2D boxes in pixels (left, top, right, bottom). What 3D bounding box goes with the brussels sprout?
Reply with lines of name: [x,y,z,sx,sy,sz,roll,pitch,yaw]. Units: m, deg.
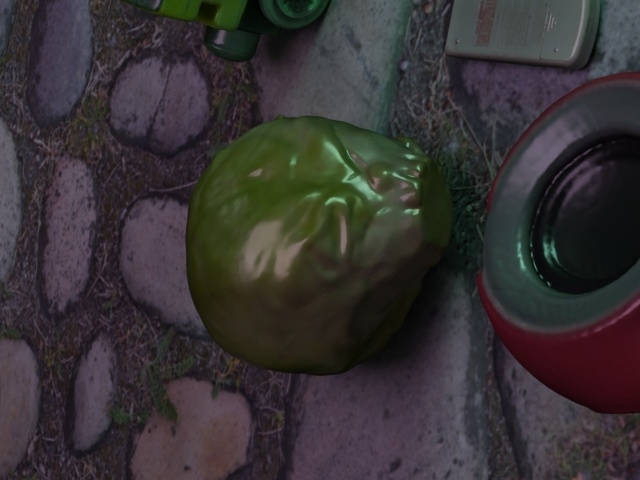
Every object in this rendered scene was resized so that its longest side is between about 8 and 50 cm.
brussels sprout: [-0.009,0.010,1.949,0.316,0.242,0.274,13,68,45]

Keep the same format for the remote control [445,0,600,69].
remote control: [0.204,-0.221,1.889,0.190,0.029,0.088,11,92,49]

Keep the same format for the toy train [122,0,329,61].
toy train: [-0.091,-0.424,2.083,0.179,0.272,0.442,28,104,45]

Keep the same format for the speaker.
speaker: [0.277,-0.003,1.586,0.294,0.294,0.294,-12,74,47]
